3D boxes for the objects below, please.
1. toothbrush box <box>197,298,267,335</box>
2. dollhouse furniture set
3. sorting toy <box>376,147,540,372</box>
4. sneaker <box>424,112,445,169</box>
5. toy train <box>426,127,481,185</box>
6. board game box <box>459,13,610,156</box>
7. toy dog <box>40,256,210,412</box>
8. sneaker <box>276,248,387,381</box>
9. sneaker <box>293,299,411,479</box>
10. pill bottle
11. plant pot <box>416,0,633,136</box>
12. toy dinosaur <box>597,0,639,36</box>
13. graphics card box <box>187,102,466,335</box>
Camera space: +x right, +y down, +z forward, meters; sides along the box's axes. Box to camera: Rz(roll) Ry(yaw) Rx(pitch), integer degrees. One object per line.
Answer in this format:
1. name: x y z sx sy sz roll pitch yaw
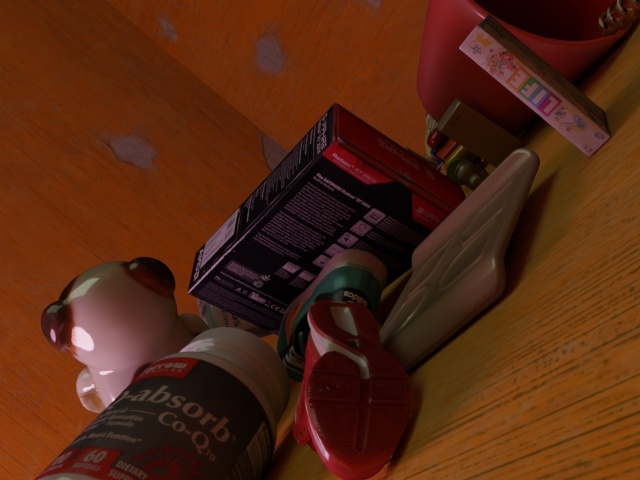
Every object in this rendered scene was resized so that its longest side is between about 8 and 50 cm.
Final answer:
1. toothbrush box: -0.092 0.118 1.396 0.295 0.126 0.216 -13 -13 -19
2. dollhouse furniture set: 0.182 -0.137 1.019 0.151 0.144 0.123 -56 19 18
3. sorting toy: 0.109 0.060 0.700 0.307 0.041 0.229 -50 5 40
4. sneaker: 0.326 -0.276 1.524 0.385 0.145 0.147 93 -176 -75
5. toy train: 0.235 -0.136 1.184 0.248 0.105 0.143 -50 14 26
6. board game box: 0.205 -0.151 0.644 0.026 0.154 0.103 -50 0 29
7. toy dog: -0.313 0.233 1.185 0.284 0.408 0.395 -27 8 -5
8. sneaker: -0.006 0.139 0.948 0.121 0.108 0.302 -65 2 -41
9. sneaker: 0.021 0.153 0.580 0.221 0.087 0.128 -87 3 -67
10. pill bottle: -0.178 0.266 0.833 0.210 0.210 0.363 -50 1 28
11. plant pot: 0.266 -0.293 0.987 0.275 0.275 0.243 -50 -11 -30
12. toy dinosaur: 0.343 -0.299 0.522 0.321 0.164 0.218 -24 33 35
13. graphics card box: 0.000 0.000 0.981 0.371 0.232 0.094 -44 30 35
